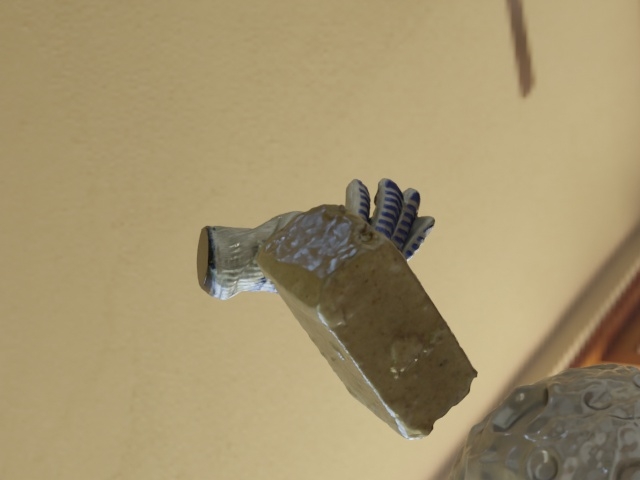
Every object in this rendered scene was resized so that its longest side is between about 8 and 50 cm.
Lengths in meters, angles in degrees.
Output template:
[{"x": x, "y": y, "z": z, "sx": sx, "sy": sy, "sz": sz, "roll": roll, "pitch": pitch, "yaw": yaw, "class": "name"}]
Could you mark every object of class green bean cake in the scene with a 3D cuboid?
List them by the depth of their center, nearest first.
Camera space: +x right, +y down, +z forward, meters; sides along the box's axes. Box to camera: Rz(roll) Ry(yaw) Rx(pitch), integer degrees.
[{"x": 0.038, "y": 0.063, "z": 1.121, "sx": 0.085, "sy": 0.109, "sz": 0.179, "roll": -41, "pitch": -59, "yaw": -10, "class": "green bean cake"}]

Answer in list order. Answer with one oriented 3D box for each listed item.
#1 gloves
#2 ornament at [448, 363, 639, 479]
[{"x": -0.002, "y": 0.006, "z": 1.293, "sx": 0.229, "sy": 0.119, "sz": 0.097, "roll": -16, "pitch": -94, "yaw": -15, "class": "gloves"}, {"x": 0.275, "y": 0.297, "z": 1.421, "sx": 0.337, "sy": 0.337, "sz": 0.337, "roll": -12, "pitch": -76, "yaw": -59, "class": "ornament"}]
